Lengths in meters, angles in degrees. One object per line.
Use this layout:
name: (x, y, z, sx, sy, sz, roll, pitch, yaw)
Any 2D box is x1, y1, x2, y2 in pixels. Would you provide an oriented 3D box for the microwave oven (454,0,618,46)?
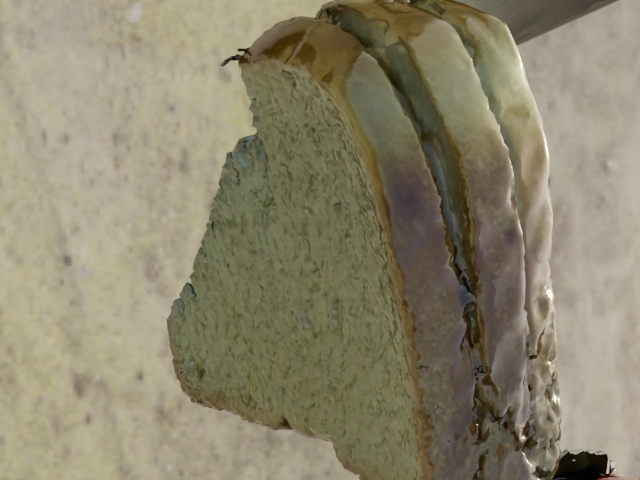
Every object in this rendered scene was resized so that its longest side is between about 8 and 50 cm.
microwave oven: (0.178, -0.406, 1.191, 0.236, 0.374, 0.432, 32, 71, -17)

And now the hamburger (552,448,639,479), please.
hamburger: (0.157, 0.279, 0.813, 0.330, 0.250, 0.330, -20, 114, -55)

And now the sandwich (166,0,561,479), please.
sandwich: (0.004, -0.001, 0.728, 0.100, 0.288, 0.254, -21, 108, -28)
